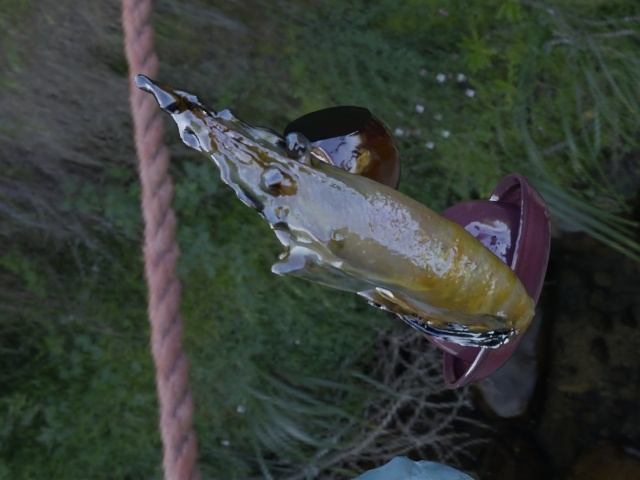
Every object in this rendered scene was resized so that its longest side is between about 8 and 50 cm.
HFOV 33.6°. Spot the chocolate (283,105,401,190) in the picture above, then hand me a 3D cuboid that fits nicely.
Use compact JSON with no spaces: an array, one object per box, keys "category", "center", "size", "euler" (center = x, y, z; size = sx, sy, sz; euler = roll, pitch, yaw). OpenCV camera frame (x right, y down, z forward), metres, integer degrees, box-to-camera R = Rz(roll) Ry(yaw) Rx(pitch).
[{"category":"chocolate","center":[0.022,-0.063,1.111],"size":[0.124,0.127,0.133],"euler":[-77,-18,-53]}]

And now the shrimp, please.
[{"category":"shrimp","center":[-0.002,0.000,0.608],"size":[0.066,0.262,0.117],"euler":[-62,2,-34]}]

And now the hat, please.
[{"category":"hat","center":[0.126,0.031,0.921],"size":[0.205,0.089,0.205],"euler":[-164,90,-84]}]

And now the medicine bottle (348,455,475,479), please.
[{"category":"medicine bottle","center":[-0.044,0.229,0.398],"size":[0.290,0.245,0.245],"euler":[-30,50,26]}]
